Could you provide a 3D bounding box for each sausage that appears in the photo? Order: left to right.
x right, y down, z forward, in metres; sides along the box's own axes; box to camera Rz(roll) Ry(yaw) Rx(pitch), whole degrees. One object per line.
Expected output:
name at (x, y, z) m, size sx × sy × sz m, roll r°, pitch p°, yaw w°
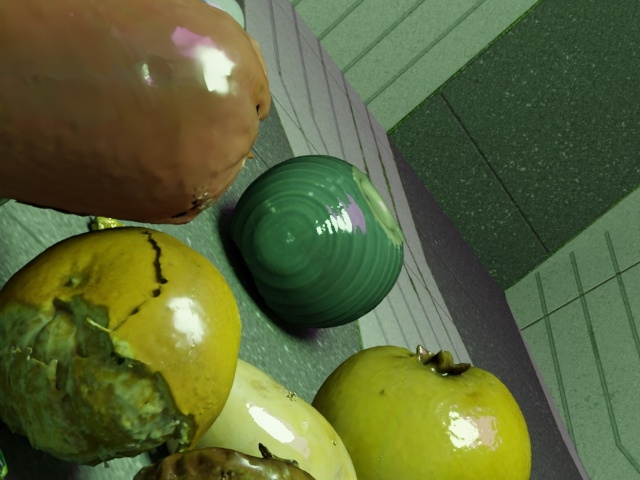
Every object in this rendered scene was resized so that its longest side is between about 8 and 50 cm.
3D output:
sausage at (-0.167, -0.095, 0.714) m, size 0.280 × 0.152 × 0.152 m, roll 14°, pitch 31°, yaw -19°

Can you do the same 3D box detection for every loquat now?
loquat at (0.081, 0.191, 1.092) m, size 0.208 × 0.208 × 0.208 m, roll 55°, pitch 12°, yaw -18°

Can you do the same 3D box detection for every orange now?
orange at (-0.118, 0.066, 0.716) m, size 0.134 × 0.156 × 0.156 m, roll 56°, pitch 11°, yaw -37°

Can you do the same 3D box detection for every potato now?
potato at (-0.043, 0.158, 0.882) m, size 0.178 × 0.109 × 0.118 m, roll 51°, pitch 35°, yaw -11°

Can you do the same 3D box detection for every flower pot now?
flower pot at (0.000, 0.000, 1.339) m, size 0.189 × 0.157 × 0.243 m, roll 58°, pitch 10°, yaw 7°

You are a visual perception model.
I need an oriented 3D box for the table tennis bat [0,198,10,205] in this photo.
table tennis bat at (-0.283, -0.131, 0.839) m, size 0.246 × 0.022 × 0.138 m, roll 56°, pitch 11°, yaw -5°

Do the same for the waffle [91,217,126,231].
waffle at (-0.156, 0.018, 0.993) m, size 0.078 × 0.016 × 0.085 m, roll 44°, pitch 19°, yaw -49°

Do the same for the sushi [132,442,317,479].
sushi at (-0.037, 0.201, 0.666) m, size 0.296 × 0.167 × 0.179 m, roll 94°, pitch -19°, yaw -75°

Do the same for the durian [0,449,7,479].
durian at (-0.219, 0.011, 0.504) m, size 0.375 × 0.106 × 0.132 m, roll 39°, pitch -13°, yaw 51°

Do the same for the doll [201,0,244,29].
doll at (-0.173, -0.303, 1.488) m, size 0.293 × 0.119 × 0.138 m, roll 45°, pitch 41°, yaw -48°
